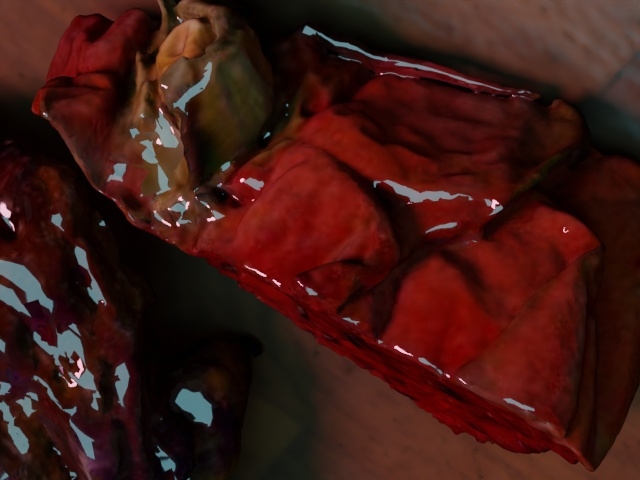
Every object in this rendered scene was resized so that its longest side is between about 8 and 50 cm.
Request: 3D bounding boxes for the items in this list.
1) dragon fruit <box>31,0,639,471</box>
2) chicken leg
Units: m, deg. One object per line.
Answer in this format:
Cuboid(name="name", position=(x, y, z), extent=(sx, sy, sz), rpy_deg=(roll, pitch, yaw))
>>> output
Cuboid(name="dragon fruit", position=(0.010, -0.017, 0.446), extent=(0.192, 0.122, 0.092), rpy_deg=(29, 81, 2))
Cuboid(name="chicken leg", position=(-0.169, -0.036, 0.453), extent=(0.158, 0.096, 0.407), rpy_deg=(-25, 108, 22))
